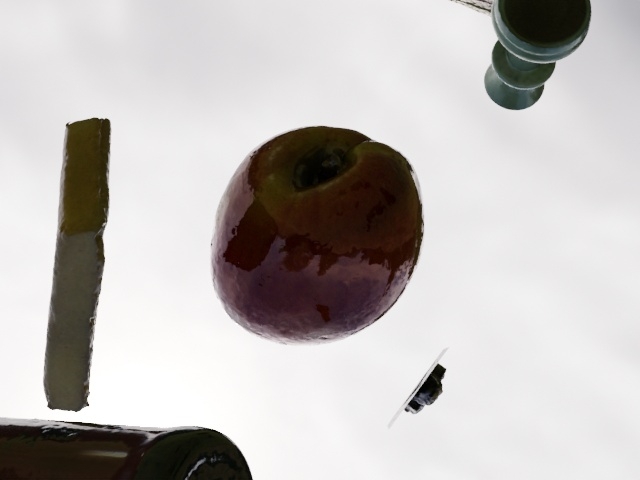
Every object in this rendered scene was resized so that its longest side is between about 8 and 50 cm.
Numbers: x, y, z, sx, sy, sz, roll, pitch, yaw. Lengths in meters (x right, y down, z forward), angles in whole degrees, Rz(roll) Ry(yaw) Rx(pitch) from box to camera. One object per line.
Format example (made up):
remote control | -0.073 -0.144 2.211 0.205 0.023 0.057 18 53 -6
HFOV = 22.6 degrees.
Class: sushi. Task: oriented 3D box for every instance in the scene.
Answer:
sushi | 0.143 0.209 2.169 0.031 0.139 0.201 37 178 4

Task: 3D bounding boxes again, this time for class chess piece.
chess piece | 0.126 -0.115 0.999 0.059 0.059 0.149 33 163 6

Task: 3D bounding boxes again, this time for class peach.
peach | 0.000 0.000 1.875 0.281 0.281 0.238 -3 -145 -48

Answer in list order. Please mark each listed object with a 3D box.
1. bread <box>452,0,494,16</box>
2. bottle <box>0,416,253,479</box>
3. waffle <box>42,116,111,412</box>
bread | 0.139 -0.298 1.604 0.119 0.192 0.067 -20 -173 -7
bottle | -0.224 0.205 1.222 0.336 0.144 0.144 0 -167 28
waffle | -0.260 0.024 1.709 0.055 0.247 0.221 5 -147 -8
